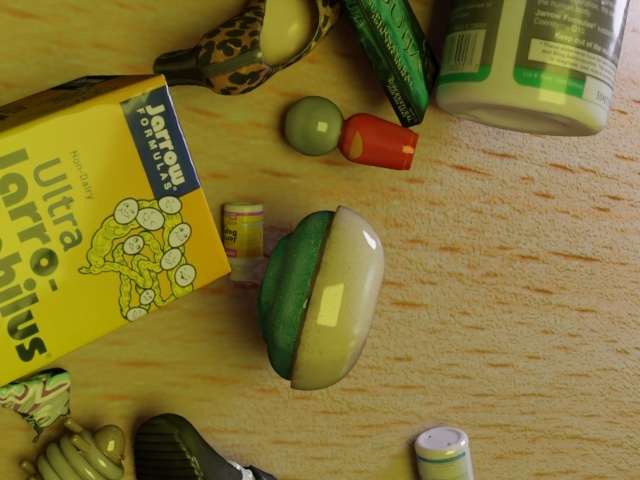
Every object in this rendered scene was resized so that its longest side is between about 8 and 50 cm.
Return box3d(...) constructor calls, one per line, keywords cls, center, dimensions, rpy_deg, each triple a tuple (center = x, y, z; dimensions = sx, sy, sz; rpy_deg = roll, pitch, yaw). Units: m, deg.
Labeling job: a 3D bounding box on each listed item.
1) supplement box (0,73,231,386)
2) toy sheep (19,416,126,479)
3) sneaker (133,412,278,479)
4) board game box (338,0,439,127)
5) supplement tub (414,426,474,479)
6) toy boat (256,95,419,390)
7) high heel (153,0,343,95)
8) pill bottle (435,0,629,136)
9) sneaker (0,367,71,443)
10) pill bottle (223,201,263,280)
box3d(cls="supplement box", center=(-0.294, 0.003, 0.861), dimensions=(0.356, 0.195, 0.194), rpy_deg=(-27, 111, -26))
box3d(cls="toy sheep", center=(-0.249, 0.236, 0.993), dimensions=(0.132, 0.091, 0.091), rpy_deg=(-41, 118, -3))
box3d(cls="sneaker", center=(-0.087, 0.303, 1.100), dimensions=(0.146, 0.122, 0.331), rpy_deg=(-44, 118, -39))
box3d(cls="board game box", center=(0.078, -0.236, 1.112), dimensions=(0.186, 0.026, 0.126), rpy_deg=(58, 34, -30))
box3d(cls="supplement tub", center=(0.161, 0.301, 1.268), dimensions=(0.071, 0.071, 0.107), rpy_deg=(-17, 106, -29))
box3d(cls="toy boat", center=(0.000, 0.000, 1.058), dimensions=(0.148, 0.267, 0.318), rpy_deg=(15, 72, 2))
box3d(cls="high heel", center=(-0.025, -0.216, 0.999), dimensions=(0.261, 0.186, 0.093), rpy_deg=(-32, 112, -24))
box3d(cls="pill bottle", center=(0.263, -0.316, 1.153), dimensions=(0.204, 0.204, 0.361), rpy_deg=(11, 90, -33))
box3d(cls="sneaker", center=(-0.293, 0.170, 0.980), dimensions=(0.098, 0.038, 0.069), rpy_deg=(-8, 101, -31))
box3d(cls="pill bottle", center=(-0.084, 0.001, 1.081), dimensions=(0.043, 0.043, 0.083), rpy_deg=(-5, 100, -31))
